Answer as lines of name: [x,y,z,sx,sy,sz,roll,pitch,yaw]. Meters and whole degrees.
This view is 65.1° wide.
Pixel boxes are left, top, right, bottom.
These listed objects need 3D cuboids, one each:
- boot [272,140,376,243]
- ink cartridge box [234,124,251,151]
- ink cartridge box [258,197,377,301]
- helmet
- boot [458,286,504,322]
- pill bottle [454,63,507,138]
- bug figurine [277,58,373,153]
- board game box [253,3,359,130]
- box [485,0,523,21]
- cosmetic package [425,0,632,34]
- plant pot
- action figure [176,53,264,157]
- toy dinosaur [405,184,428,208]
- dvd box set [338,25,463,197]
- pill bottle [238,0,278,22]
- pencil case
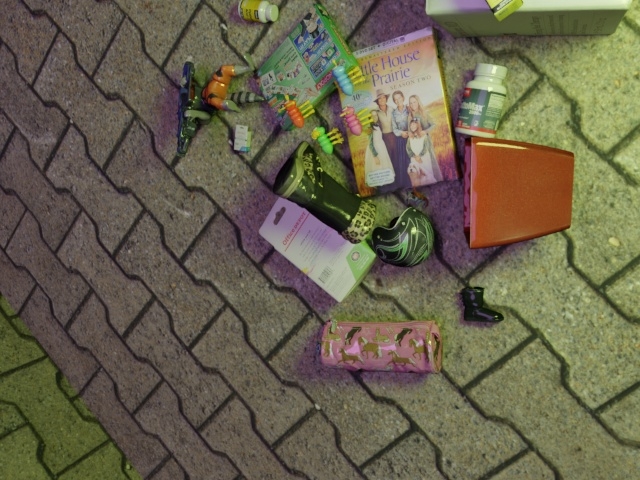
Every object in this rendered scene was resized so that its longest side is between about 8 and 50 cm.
boot: [0.016,-0.145,1.468,0.284,0.377,0.138,34,107,-11]
ink cartridge box: [-0.262,-0.346,1.692,0.048,0.028,0.083,14,106,22]
ink cartridge box: [0.000,0.000,1.588,0.353,0.119,0.207,40,114,12]
helmet: [0.248,-0.007,1.448,0.162,0.169,0.169,-11,96,41]
boot: [0.465,0.184,1.450,0.121,0.045,0.099,-2,97,26]
pill bottle: [0.427,-0.366,1.321,0.108,0.108,0.180,16,106,22]
bug figurine: [0.019,-0.370,1.443,0.279,0.072,0.216,-25,104,36]
board game box: [-0.053,-0.510,1.512,0.317,0.046,0.213,-34,81,38]
box: [0.313,-0.552,0.984,0.058,0.087,0.232,-30,89,29]
cosmetic package: [0.480,-0.649,1.116,0.394,0.329,0.327,9,106,24]
plant pot: [0.492,-0.130,1.270,0.236,0.267,0.267,0,101,12]
action figure: [-0.357,-0.422,1.632,0.330,0.179,0.341,-5,76,43]
toy dinosaur: [0.286,-0.120,1.452,0.090,0.082,0.047,136,131,-61]
dvd box set: [0.219,-0.355,1.445,0.308,0.062,0.420,-8,97,27]
pill bottle: [-0.193,-0.717,1.566,0.116,0.065,0.065,17,107,21]
pencil case: [0.186,0.323,1.548,0.386,0.167,0.160,-3,64,25]
